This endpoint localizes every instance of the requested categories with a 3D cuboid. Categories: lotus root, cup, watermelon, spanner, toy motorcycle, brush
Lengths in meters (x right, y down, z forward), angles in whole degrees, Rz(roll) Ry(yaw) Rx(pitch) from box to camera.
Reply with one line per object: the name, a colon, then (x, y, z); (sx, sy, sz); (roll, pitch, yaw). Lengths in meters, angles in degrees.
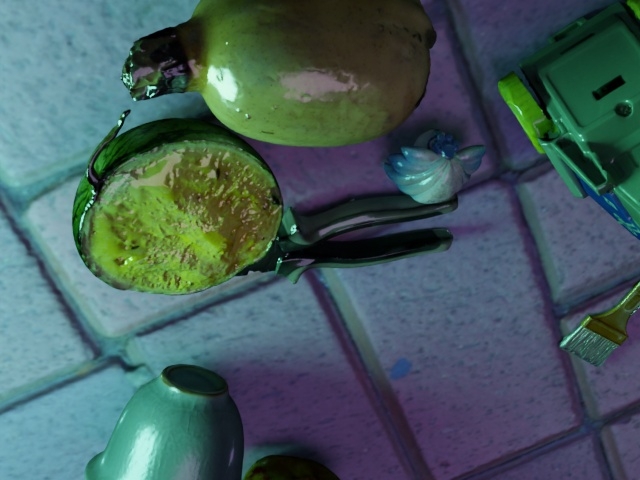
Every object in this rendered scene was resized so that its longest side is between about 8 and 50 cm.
lotus root: (-0.038, -0.177, 1.464); (0.309, 0.183, 0.183); (-3, 130, -17)
cup: (-0.163, 0.227, 1.794); (0.199, 0.199, 0.150); (7, 108, -25)
watermelon: (-0.157, -0.048, 1.569); (0.232, 0.127, 0.204); (18, 122, -33)
spanner: (0.000, 0.000, 1.728); (0.324, 0.040, 0.096); (-10, 133, -13)
toy motorcycle: (0.338, -0.085, 1.581); (0.191, 0.326, 0.200); (-31, 135, 9)
brush: (0.400, 0.077, 1.958); (0.082, 0.010, 0.218); (25, 118, -34)

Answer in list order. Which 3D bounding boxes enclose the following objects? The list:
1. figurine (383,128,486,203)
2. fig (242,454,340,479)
figurine: (0.121, -0.079, 1.689); (0.114, 0.079, 0.114); (-15, 170, -3)
fig: (-0.029, 0.352, 1.959); (0.154, 0.144, 0.166); (9, 158, 15)
